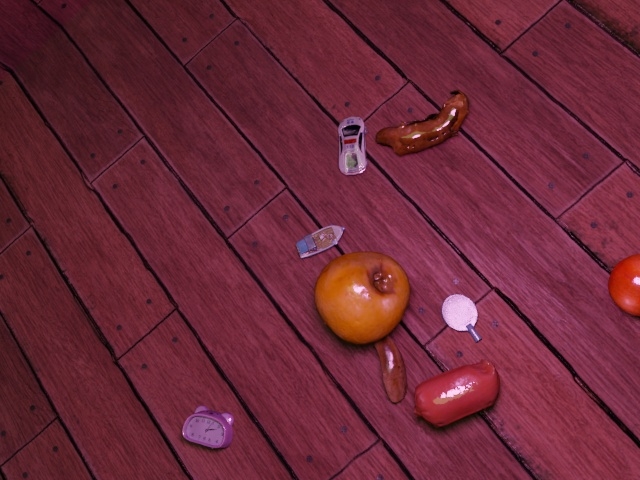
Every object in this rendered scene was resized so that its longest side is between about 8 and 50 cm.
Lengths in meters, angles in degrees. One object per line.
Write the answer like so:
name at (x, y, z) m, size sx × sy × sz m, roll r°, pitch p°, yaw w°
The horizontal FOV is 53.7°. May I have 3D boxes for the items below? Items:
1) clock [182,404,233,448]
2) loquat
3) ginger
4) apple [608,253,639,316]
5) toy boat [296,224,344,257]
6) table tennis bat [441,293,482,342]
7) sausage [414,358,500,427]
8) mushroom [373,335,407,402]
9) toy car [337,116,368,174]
clock at (-0.342, 0.569, 1.931) m, size 0.153 × 0.050 × 0.110 m, roll 10°, pitch 78°, yaw 17°
loquat at (0.116, 0.166, 1.808) m, size 0.275 × 0.275 × 0.274 m, roll -4°, pitch 75°, yaw 14°
ginger at (0.324, -0.347, 1.966) m, size 0.309 × 0.107 × 0.133 m, roll -26°, pitch 84°, yaw 11°
apple at (0.845, 0.116, 1.676) m, size 0.163 × 0.163 × 0.139 m, roll -46°, pitch 56°, yaw 0°
toy boat at (0.000, 0.000, 1.984) m, size 0.173 × 0.059 × 0.069 m, roll -24°, pitch 71°, yaw 8°
table tennis bat at (0.415, 0.226, 1.835) m, size 0.100 × 0.019 × 0.155 m, roll -35°, pitch 68°, yaw 4°
sausage at (0.372, 0.421, 1.730) m, size 0.255 × 0.148 × 0.148 m, roll -22°, pitch 71°, yaw 8°
mushroom at (0.203, 0.356, 1.822) m, size 0.072 × 0.094 × 0.209 m, roll -19°, pitch 67°, yaw 13°
toy car at (0.102, -0.308, 2.041) m, size 0.095 × 0.056 × 0.204 m, roll -5°, pitch 75°, yaw 15°
